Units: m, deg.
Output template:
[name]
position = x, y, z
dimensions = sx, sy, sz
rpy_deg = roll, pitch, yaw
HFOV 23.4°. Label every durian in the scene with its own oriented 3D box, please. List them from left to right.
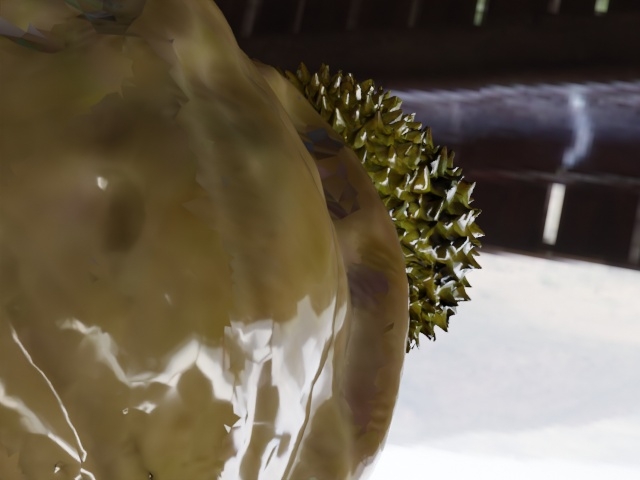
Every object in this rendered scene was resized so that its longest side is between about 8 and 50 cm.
[durian]
position = 0.000, -0.011, 1.154
dimensions = 0.258, 0.258, 0.293
rpy_deg = 10, -173, 9

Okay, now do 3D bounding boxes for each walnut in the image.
[walnut]
position = -0.083, 0.010, 0.402
dimensions = 0.198, 0.198, 0.245
rpy_deg = 20, -153, -52
